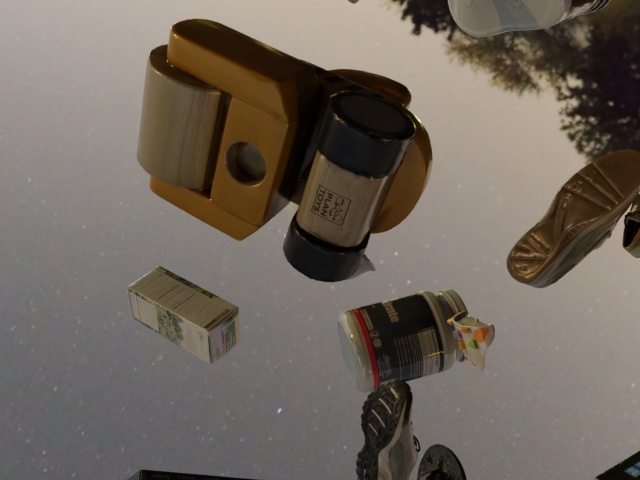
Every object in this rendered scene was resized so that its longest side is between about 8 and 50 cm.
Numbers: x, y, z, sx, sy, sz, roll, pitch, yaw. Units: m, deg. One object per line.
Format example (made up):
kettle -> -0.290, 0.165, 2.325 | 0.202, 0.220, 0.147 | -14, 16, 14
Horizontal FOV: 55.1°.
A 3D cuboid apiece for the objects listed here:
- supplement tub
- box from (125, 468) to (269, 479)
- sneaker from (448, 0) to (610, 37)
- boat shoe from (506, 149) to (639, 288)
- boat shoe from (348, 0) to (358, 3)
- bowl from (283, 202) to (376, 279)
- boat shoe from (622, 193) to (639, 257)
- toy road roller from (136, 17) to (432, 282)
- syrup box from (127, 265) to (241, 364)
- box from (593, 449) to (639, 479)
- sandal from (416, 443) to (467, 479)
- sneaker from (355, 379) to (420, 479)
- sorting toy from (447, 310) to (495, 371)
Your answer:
supplement tub -> 0.189, 0.221, 1.390 | 0.272, 0.191, 0.191 | -14, -136, -8
box -> -0.252, 0.512, 1.225 | 0.270, 0.216, 0.060 | 14, -121, -23
sneaker -> 0.327, -0.385, 0.960 | 0.147, 0.104, 0.296 | -19, -155, -17
boat shoe -> 0.531, -0.038, 1.250 | 0.110, 0.341, 0.121 | 22, -150, -38
boat shoe -> 0.007, -0.402, 0.845 | 0.184, 0.063, 0.066 | 49, -145, 10
bowl -> 0.000, 0.000, 1.553 | 0.298, 0.134, 0.298 | 50, -177, -4
boat shoe -> 0.614, -0.035, 1.187 | 0.045, 0.050, 0.135 | 23, -113, -18
toy road roller -> -0.028, -0.125, 0.739 | 0.330, 0.202, 0.240 | 27, -144, 10
syrup box -> -0.284, 0.153, 1.285 | 0.237, 0.093, 0.096 | 22, -140, 26
box -> 0.678, 0.410, 1.026 | 0.322, 0.079, 0.257 | -23, -170, -13
sandal -> 0.314, 0.814, 1.760 | 0.107, 0.168, 0.445 | 28, -111, -44
sneaker -> 0.138, 0.372, 1.158 | 0.108, 0.271, 0.100 | -6, -150, -23
sorting toy -> 0.225, 0.154, 0.919 | 0.045, 0.075, 0.083 | -14, -170, -12
